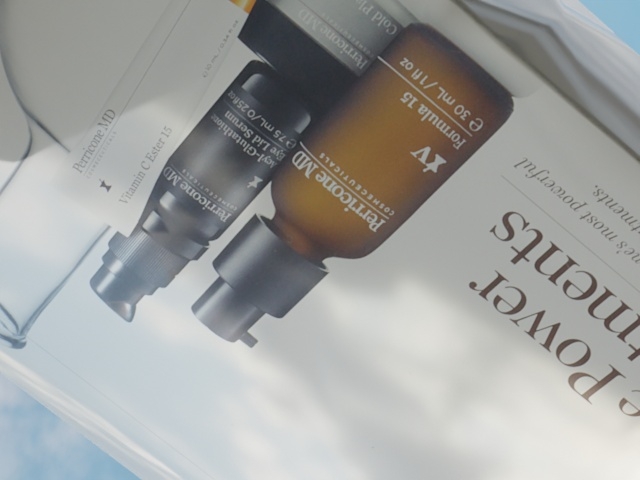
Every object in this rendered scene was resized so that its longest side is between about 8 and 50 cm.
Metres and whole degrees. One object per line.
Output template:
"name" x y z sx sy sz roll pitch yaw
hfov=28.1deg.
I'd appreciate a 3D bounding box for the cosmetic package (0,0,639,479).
"cosmetic package" 0.000 0.000 0.556 0.377 0.284 0.097 39 -145 -8
